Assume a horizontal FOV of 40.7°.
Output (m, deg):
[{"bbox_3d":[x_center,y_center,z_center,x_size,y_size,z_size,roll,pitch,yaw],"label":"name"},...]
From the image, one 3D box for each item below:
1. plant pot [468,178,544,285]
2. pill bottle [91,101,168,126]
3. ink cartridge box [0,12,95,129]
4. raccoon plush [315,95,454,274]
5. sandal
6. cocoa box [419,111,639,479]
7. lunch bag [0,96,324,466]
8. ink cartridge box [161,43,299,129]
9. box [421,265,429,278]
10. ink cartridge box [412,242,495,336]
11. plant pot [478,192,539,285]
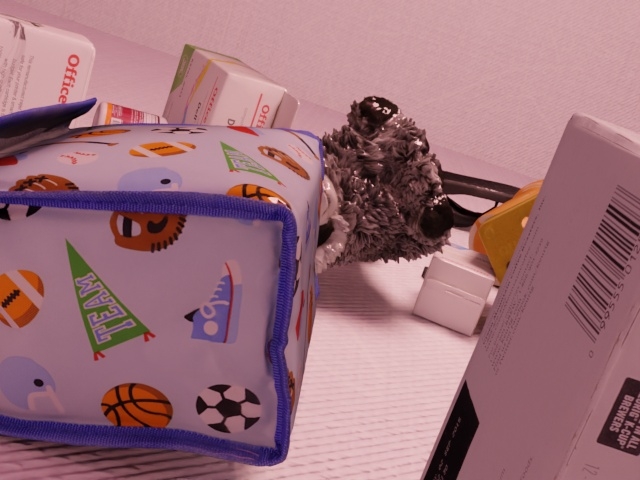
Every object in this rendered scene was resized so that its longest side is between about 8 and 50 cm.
[{"bbox_3d":[0.372,0.000,1.525,0.188,0.205,0.205,-12,30,-33],"label":"plant pot"},{"bbox_3d":[-0.321,-0.185,1.514,0.152,0.086,0.086,13,16,-23],"label":"pill bottle"},{"bbox_3d":[-0.494,-0.236,1.266,0.273,0.198,0.115,11,15,-28],"label":"ink cartridge box"},{"bbox_3d":[0.000,0.000,1.196,0.299,0.446,0.216,-23,65,-11],"label":"raccoon plush"},{"bbox_3d":[0.242,-0.096,1.893,0.446,0.107,0.167,8,15,9],"label":"sandal"},{"bbox_3d":[0.221,0.130,0.538,0.228,0.347,0.231,18,15,-4],"label":"cocoa box"},{"bbox_3d":[-0.198,0.004,0.734,0.386,0.238,0.328,3,15,4],"label":"lunch bag"},{"bbox_3d":[-0.178,-0.216,1.557,0.119,0.207,0.353,13,15,-29],"label":"ink cartridge box"},{"bbox_3d":[0.207,0.070,1.372,0.067,0.018,0.083,13,16,-21],"label":"box"},{"bbox_3d":[0.192,0.067,1.227,0.092,0.089,0.143,21,16,9],"label":"ink cartridge box"},{"bbox_3d":[0.345,0.017,1.208,0.187,0.212,0.212,-3,68,-52],"label":"plant pot"}]
